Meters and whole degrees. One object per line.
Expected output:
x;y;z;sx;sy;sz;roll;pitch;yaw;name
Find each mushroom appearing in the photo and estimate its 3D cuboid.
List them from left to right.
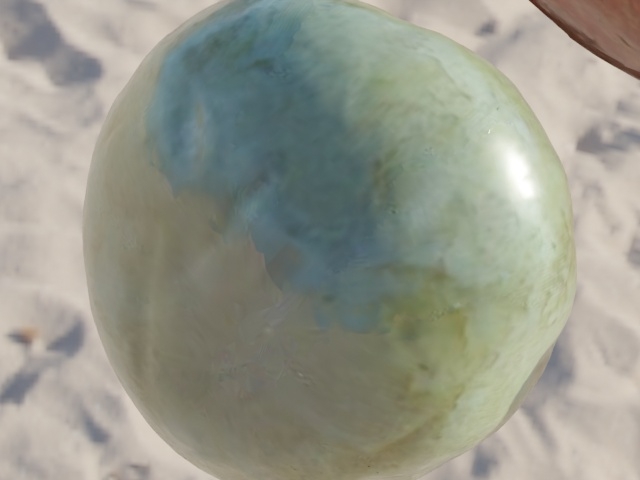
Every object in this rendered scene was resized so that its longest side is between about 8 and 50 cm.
0.000;0.000;1.156;0.352;0.352;0.260;28;30;24;mushroom

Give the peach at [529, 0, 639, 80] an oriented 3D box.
0.130;-0.128;0.460;0.232;0.257;0.232;7;-9;1;peach
